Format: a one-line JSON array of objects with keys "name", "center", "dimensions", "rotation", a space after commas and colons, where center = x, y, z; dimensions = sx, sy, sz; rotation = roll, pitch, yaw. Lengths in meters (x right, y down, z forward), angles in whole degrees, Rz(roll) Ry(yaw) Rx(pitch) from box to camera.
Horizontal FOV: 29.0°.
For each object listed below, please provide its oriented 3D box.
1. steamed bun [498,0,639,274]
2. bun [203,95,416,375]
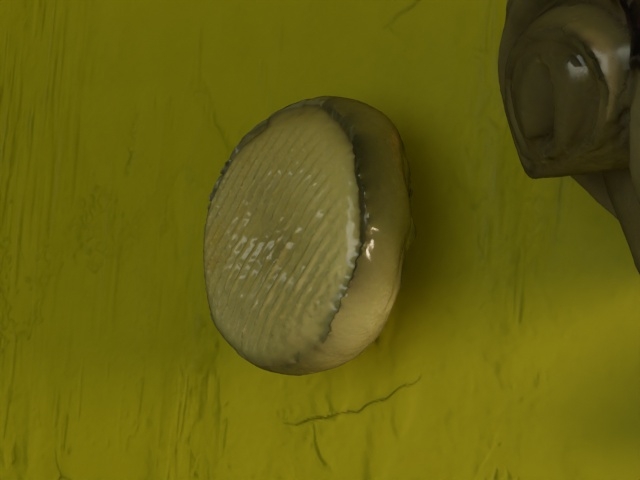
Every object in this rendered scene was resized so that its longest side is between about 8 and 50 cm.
[{"name": "steamed bun", "center": [0.279, -0.134, 0.968], "dimensions": [0.342, 0.255, 0.367], "rotation": [-50, 53, 57]}, {"name": "bun", "center": [0.000, 0.000, 1.266], "dimensions": [0.287, 0.146, 0.287], "rotation": [-17, 66, 45]}]
